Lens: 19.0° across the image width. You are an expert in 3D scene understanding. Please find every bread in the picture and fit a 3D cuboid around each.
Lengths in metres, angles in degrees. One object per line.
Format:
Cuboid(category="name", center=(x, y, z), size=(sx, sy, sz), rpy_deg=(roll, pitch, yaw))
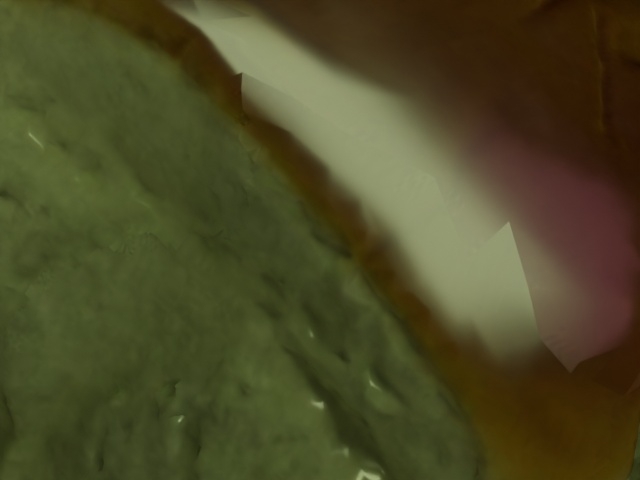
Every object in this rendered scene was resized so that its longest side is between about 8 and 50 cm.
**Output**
Cuboid(category="bread", center=(0.000, 0.000, 0.588), size=(0.250, 0.225, 0.279), rpy_deg=(40, 32, 9))
